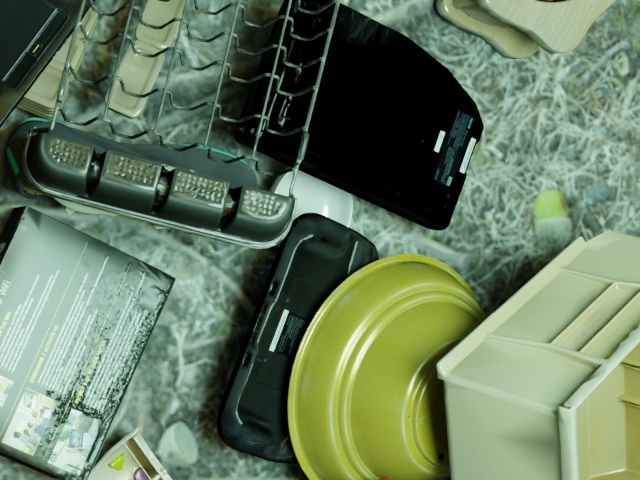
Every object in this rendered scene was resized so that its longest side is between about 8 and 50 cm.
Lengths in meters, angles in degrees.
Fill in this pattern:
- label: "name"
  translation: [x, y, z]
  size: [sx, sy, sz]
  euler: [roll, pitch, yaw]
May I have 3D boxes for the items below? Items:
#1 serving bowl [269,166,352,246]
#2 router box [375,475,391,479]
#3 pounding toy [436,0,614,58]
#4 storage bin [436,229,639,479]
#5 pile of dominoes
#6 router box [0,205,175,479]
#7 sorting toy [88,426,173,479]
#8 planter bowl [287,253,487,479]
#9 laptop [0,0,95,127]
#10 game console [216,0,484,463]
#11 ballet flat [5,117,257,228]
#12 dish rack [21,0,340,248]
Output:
- label: "serving bowl"
  translation: [-0.014, -0.027, 1.353]
  size: [0.083, 0.027, 0.083]
  euler: [-7, 102, -36]
- label: "router box"
  translation: [-0.019, 0.396, 1.265]
  size: [0.301, 0.082, 0.335]
  euler: [-21, 97, -7]
- label: "pounding toy"
  translation: [0.228, -0.282, 1.409]
  size: [0.269, 0.155, 0.154]
  euler: [-49, 112, -18]
- label: "storage bin"
  translation: [0.218, 0.163, 1.324]
  size: [0.260, 0.123, 0.262]
  euler: [-36, 130, -42]
- label: "pile of dominoes"
  translation: [-0.192, -0.222, 1.276]
  size: [0.196, 0.040, 0.251]
  euler: [23, 76, -5]
- label: "router box"
  translation: [-0.207, 0.081, 1.254]
  size: [0.133, 0.046, 0.179]
  euler: [28, 76, -21]
- label: "sorting toy"
  translation: [-0.152, 0.197, 1.280]
  size: [0.075, 0.045, 0.083]
  euler: [-37, 103, -14]
- label: "planter bowl"
  translation: [0.086, 0.125, 1.331]
  size: [0.217, 0.090, 0.217]
  euler: [-11, 107, -37]
- label: "laptop"
  translation: [-0.290, -0.235, 1.169]
  size: [0.264, 0.136, 0.234]
  euler: [34, 76, -1]
- label: "game console"
  translation: [0.000, 0.000, 1.325]
  size: [0.213, 0.044, 0.361]
  euler: [24, 84, -36]
- label: "ballet flat"
  translation: [-0.144, -0.041, 1.272]
  size: [0.203, 0.074, 0.074]
  euler: [11, 83, -21]
- label: "dish rack"
  translation: [-0.089, -0.146, 1.213]
  size: [0.208, 0.074, 0.271]
  euler: [15, 83, -10]
